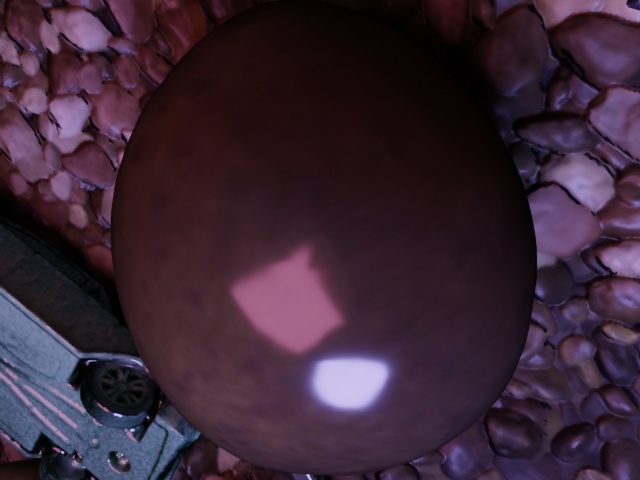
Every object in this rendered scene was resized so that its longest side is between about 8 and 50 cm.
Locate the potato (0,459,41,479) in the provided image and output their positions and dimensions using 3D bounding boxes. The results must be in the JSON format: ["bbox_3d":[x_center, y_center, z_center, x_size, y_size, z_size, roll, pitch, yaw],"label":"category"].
[{"bbox_3d":[-0.183,0.295,0.820,0.191,0.141,0.296,-24,108,31],"label":"potato"}]

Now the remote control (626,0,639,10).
[{"bbox_3d":[0.320,-0.040,0.435,0.399,0.062,0.144,36,126,3],"label":"remote control"}]

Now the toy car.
[{"bbox_3d":[-0.222,0.059,0.738,0.320,0.097,0.141,38,127,5],"label":"toy car"}]

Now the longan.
[{"bbox_3d":[0.000,0.000,0.535,0.246,0.215,0.246,-6,83,57],"label":"longan"}]

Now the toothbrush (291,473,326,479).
[{"bbox_3d":[0.009,0.202,0.743,0.030,0.030,0.297,-16,106,42],"label":"toothbrush"}]
